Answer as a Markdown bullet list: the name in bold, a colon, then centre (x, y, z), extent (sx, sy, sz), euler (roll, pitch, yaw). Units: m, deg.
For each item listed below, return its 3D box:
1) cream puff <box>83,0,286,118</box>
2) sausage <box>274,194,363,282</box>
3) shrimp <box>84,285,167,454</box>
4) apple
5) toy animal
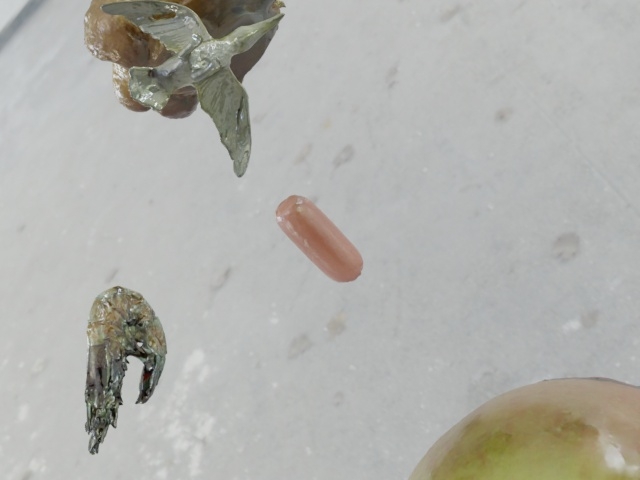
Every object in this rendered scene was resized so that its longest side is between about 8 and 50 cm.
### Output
- **cream puff**: centre (-0.154, -0.267, 1.082), extent (0.269, 0.241, 0.155), euler (-42, 63, 1)
- **sausage**: centre (0.000, 0.000, 1.305), extent (0.062, 0.154, 0.062), euler (-37, 22, 18)
- **shrimp**: centre (-0.183, 0.122, 0.860), extent (0.034, 0.091, 0.160), euler (-23, 53, 44)
- **apple**: centre (0.218, 0.282, 0.807), extent (0.339, 0.305, 0.338), euler (-5, 79, 26)
- **toy animal**: centre (-0.103, -0.174, 0.893), extent (0.155, 0.219, 0.095), euler (-30, 7, 15)
